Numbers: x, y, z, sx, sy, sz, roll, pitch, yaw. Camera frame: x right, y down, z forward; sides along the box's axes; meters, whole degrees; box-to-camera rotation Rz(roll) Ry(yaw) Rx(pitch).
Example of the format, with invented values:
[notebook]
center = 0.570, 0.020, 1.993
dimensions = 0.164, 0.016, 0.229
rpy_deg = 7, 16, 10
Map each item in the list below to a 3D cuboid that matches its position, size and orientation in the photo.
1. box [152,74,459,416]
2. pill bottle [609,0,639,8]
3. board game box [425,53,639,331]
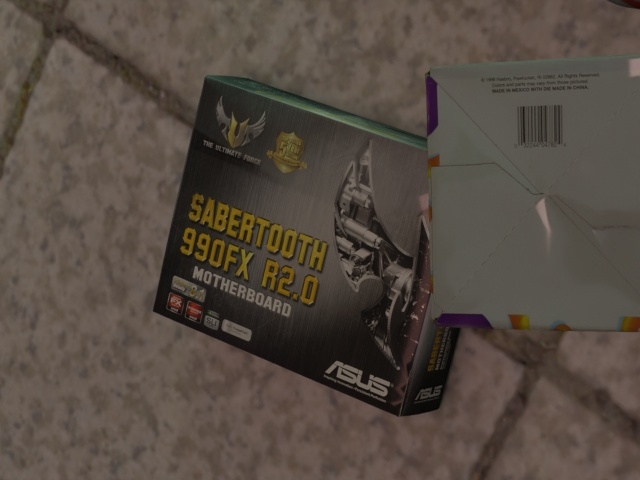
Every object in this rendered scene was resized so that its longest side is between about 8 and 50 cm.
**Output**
[box]
center = 0.000, 0.000, 1.390
dimensions = 0.231, 0.056, 0.183
rpy_deg = 22, 104, 32
[pill bottle]
center = 0.318, -0.234, 1.064
dimensions = 0.363, 0.210, 0.210
rpy_deg = 2, 93, 35
[board game box]
center = 0.192, -0.027, 1.120
dimensions = 0.144, 0.275, 0.142
rpy_deg = 0, 92, 35
